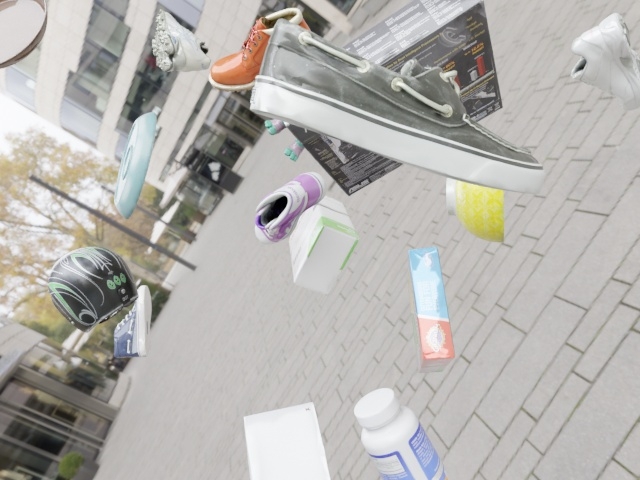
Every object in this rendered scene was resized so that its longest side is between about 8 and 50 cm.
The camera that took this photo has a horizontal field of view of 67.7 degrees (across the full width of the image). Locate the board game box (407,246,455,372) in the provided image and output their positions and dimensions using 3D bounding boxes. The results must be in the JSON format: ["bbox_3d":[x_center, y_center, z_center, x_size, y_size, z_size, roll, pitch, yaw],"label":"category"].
[{"bbox_3d":[0.256,0.180,1.142,0.316,0.064,0.242,66,-161,-67],"label":"board game box"}]

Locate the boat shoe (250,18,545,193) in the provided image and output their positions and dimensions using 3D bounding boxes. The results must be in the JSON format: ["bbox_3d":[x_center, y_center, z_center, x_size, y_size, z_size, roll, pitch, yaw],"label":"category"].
[{"bbox_3d":[0.065,-0.088,0.330,0.078,0.220,0.070,-121,49,-73],"label":"boat shoe"}]

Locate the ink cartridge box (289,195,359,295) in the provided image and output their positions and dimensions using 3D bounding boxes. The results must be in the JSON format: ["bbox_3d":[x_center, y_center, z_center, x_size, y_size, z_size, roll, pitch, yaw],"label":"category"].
[{"bbox_3d":[0.000,0.000,1.412,0.198,0.115,0.272,-62,17,20],"label":"ink cartridge box"}]

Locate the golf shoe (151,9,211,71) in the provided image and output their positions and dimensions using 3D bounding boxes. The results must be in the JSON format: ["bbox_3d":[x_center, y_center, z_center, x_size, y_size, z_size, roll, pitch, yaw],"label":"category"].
[{"bbox_3d":[-0.238,-0.332,0.814,0.069,0.086,0.176,-63,38,37],"label":"golf shoe"}]

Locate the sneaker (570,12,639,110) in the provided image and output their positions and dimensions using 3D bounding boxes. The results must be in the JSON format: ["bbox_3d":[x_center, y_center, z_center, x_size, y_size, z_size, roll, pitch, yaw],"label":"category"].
[{"bbox_3d":[0.582,-0.348,0.976,0.115,0.232,0.090,-13,47,42],"label":"sneaker"}]

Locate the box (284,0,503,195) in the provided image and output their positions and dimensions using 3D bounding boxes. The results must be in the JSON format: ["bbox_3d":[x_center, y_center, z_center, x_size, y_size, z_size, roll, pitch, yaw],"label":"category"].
[{"bbox_3d":[0.116,-0.218,0.750,0.308,0.242,0.076,-29,60,14],"label":"box"}]

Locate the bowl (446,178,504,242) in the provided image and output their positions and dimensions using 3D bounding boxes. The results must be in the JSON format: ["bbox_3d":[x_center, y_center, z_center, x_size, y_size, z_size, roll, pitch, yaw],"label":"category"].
[{"bbox_3d":[0.456,-0.133,1.410,0.156,0.289,0.289,-2,43,19],"label":"bowl"}]

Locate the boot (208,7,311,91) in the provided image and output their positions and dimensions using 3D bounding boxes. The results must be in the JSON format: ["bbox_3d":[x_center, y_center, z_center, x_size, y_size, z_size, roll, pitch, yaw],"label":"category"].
[{"bbox_3d":[-0.086,-0.255,0.637,0.158,0.084,0.059,-16,62,8],"label":"boot"}]

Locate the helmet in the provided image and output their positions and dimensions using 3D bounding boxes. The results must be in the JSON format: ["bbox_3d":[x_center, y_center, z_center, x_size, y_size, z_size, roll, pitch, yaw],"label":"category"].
[{"bbox_3d":[-0.483,0.092,1.008,0.169,0.161,0.169,-36,3,2],"label":"helmet"}]

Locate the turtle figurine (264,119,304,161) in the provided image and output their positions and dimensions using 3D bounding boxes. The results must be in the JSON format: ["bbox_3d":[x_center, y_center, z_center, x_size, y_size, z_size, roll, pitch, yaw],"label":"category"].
[{"bbox_3d":[-0.010,-0.295,1.071,0.234,0.175,0.118,-38,-19,30],"label":"turtle figurine"}]

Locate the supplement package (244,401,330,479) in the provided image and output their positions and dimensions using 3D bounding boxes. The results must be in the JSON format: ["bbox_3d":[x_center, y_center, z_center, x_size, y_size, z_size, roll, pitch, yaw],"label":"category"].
[{"bbox_3d":[-0.074,0.478,1.003,0.203,0.149,0.194,99,160,-53],"label":"supplement package"}]

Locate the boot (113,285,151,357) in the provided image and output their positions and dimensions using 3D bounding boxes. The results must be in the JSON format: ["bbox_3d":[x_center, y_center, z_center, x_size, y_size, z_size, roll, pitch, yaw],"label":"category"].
[{"bbox_3d":[-0.499,0.214,1.261,0.069,0.086,0.189,95,170,-71],"label":"boot"}]

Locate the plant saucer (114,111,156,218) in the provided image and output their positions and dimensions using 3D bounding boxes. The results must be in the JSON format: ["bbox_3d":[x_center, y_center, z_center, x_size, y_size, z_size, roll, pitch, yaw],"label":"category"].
[{"bbox_3d":[-0.537,-0.219,1.367,0.318,0.044,0.317,-33,50,51],"label":"plant saucer"}]

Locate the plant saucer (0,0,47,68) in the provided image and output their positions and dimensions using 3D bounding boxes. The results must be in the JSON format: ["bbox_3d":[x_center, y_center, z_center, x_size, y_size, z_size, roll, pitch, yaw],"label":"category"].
[{"bbox_3d":[-0.491,-0.324,0.733,0.168,0.169,0.029,-62,-16,-15],"label":"plant saucer"}]

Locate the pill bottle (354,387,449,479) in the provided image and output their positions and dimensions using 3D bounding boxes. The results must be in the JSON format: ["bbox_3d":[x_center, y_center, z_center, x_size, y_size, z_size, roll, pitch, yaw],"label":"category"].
[{"bbox_3d":[0.195,0.512,1.187,0.152,0.271,0.152,-28,6,3],"label":"pill bottle"}]

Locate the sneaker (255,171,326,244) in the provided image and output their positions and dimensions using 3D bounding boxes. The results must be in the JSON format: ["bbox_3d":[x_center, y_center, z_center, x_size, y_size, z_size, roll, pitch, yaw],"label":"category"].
[{"bbox_3d":[-0.119,-0.056,1.136,0.161,0.102,0.282,-36,-6,-43],"label":"sneaker"}]
